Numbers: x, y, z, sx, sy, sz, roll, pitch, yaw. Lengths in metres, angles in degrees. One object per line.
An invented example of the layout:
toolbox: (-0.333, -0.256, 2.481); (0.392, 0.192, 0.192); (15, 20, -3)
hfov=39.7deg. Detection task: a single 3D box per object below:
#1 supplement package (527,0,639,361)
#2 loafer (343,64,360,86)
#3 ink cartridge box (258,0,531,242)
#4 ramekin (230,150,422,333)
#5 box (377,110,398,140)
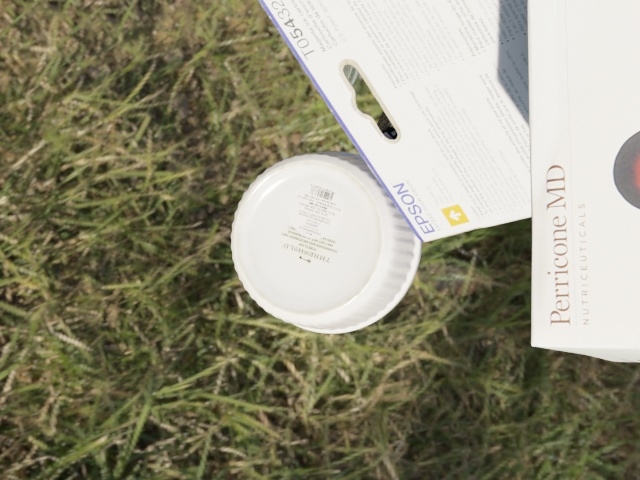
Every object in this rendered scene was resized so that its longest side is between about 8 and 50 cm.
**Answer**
supplement package: (0.199, -0.049, 0.350); (0.149, 0.203, 0.194); (16, 72, -60)
loafer: (0.043, -0.299, 1.144); (0.084, 0.268, 0.096); (-37, 63, -27)
ink cartridge box: (0.143, -0.167, 0.743); (0.324, 0.330, 0.071); (55, 48, -21)
ramekin: (0.000, 0.000, 0.966); (0.109, 0.207, 0.207); (9, 64, -73)
box: (0.091, -0.132, 0.879); (0.018, 0.083, 0.067); (42, 43, -17)
